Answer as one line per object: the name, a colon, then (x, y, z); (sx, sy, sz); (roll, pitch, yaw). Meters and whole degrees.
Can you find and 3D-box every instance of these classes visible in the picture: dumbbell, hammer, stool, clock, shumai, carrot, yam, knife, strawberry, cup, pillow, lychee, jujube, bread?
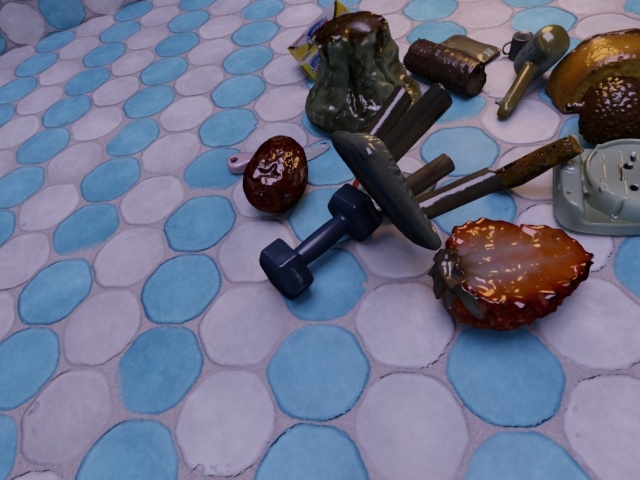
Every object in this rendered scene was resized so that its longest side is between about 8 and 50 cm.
dumbbell: (0.000, 0.001, 1.152); (0.316, 0.157, 0.143); (-39, 23, -19)
hammer: (0.629, -0.500, 1.425); (0.113, 0.202, 0.306); (34, 84, 5)
stool: (0.206, -0.174, 1.044); (0.226, 0.310, 0.310); (-40, 21, 4)
clock: (0.740, -0.138, 1.110); (0.323, 0.109, 0.265); (5, 52, 17)
shumai: (0.117, -0.530, 1.448); (0.397, 0.324, 0.324); (16, 55, 25)
carrot: (0.532, -0.190, 1.158); (0.228, 0.069, 0.069); (-29, 35, 44)
yam: (0.419, -0.586, 1.551); (0.131, 0.131, 0.279); (-38, 53, -17)
knife: (-0.134, -0.264, 1.474); (0.335, 0.043, 0.081); (-9, 55, 4)
strawberry: (0.409, 0.081, 0.999); (0.335, 0.149, 0.265); (-11, 42, -9)
cup: (0.678, -0.666, 1.582); (0.100, 0.077, 0.078); (3, 52, 17)
pillow: (0.539, -0.699, 1.672); (0.130, 0.033, 0.217); (-36, 52, -20)
lychee: (0.775, -0.341, 1.219); (0.238, 0.200, 0.200); (14, 55, 8)
jujube: (-0.125, -0.185, 1.327); (0.183, 0.184, 0.243); (0, 44, 14)
bread: (0.848, -0.493, 1.332); (0.339, 0.179, 0.195); (2, 52, 15)

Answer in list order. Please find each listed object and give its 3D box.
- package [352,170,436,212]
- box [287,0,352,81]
package: (0.194, -0.136, 1.285); (0.231, 0.040, 0.166); (18, 68, 31)
box: (0.020, -0.749, 1.732); (0.265, 0.097, 0.168); (-39, 49, 14)
